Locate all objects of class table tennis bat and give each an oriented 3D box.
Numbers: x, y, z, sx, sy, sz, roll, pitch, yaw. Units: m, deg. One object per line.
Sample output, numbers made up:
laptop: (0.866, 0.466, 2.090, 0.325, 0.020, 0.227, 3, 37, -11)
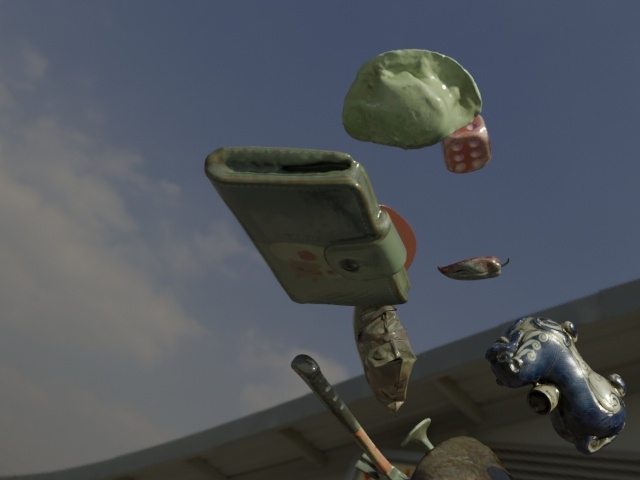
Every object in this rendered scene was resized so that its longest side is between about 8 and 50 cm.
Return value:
table tennis bat: (0.082, -0.017, 1.259, 0.246, 0.138, 0.022, 41, -6, -24)

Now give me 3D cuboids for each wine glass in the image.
wine glass: (0.366, 0.572, 1.629, 0.309, 0.096, 0.264, 45, 15, 27)

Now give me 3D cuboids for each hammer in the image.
hammer: (0.047, 0.277, 1.006, 0.111, 0.033, 0.287, -2, -51, 51)

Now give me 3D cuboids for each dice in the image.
dice: (0.291, -0.198, 1.362, 0.094, 0.091, 0.093, -12, -52, 11)

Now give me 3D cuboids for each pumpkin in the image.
pumpkin: (0.213, 0.329, 0.759, 0.130, 0.149, 0.254, 6, -53, 46)

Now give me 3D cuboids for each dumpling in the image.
dumpling: (0.141, -0.205, 1.036, 0.219, 0.108, 0.152, -13, -37, 4)

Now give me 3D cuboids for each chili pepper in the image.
chili pepper: (0.331, 0.061, 1.446, 0.153, 0.050, 0.041, -7, 1, 6)

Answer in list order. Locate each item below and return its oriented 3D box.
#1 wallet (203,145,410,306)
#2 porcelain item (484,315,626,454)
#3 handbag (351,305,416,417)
wallet: (0.000, 0.000, 1.011, 0.252, 0.083, 0.360, 4, -32, 25)
porcelain item: (0.465, 0.283, 1.324, 0.288, 0.186, 0.138, 55, -35, 15)
handbag: (0.128, 0.206, 1.399, 0.117, 0.270, 0.182, -6, -42, -11)
